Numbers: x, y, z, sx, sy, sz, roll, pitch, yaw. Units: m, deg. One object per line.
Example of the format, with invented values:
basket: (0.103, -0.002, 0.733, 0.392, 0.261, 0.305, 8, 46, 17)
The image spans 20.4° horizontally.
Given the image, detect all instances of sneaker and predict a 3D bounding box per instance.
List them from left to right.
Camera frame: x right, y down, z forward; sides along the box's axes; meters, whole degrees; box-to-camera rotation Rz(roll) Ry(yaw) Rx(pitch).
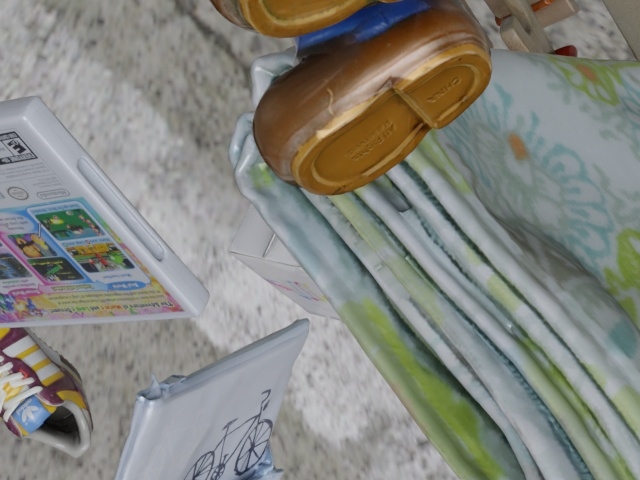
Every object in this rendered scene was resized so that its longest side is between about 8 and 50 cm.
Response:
sneaker: (-0.253, 0.112, 1.462, 0.069, 0.084, 0.185, -43, 131, 11)

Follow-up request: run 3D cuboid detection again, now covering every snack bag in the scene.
snack bag: (-0.114, 0.243, 1.573, 0.037, 0.323, 0.342, 25, 109, 19)

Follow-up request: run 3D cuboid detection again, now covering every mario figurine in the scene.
mario figurine: (-0.072, -0.155, 0.627, 0.170, 0.320, 0.198, -1, 135, -33)

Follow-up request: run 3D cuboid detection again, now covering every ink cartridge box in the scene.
ink cartridge box: (0.000, 0.000, 1.513, 0.143, 0.090, 0.092, 39, 69, -44)

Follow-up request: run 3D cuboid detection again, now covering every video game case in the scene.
video game case: (-0.152, -0.009, 0.881, 0.157, 0.019, 0.143, -5, 136, 40)

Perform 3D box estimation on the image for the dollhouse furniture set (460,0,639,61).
dollhouse furniture set: (0.160, -0.110, 1.259, 0.259, 0.262, 0.135, -22, 122, 27)

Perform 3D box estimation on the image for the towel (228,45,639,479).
towel: (0.169, 0.041, 0.760, 0.374, 0.320, 0.090, -2, 138, -47)
